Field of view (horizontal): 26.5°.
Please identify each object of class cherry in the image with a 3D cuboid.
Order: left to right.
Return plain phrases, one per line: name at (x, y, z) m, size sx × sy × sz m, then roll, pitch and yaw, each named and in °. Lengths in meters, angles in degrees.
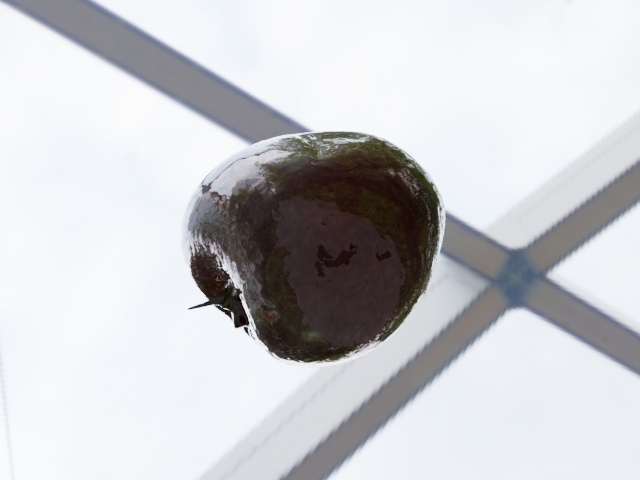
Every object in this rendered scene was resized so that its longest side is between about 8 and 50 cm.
cherry at (0.000, 0.000, 1.376) m, size 0.307 × 0.261 × 0.221 m, roll -24°, pitch -52°, yaw -27°
